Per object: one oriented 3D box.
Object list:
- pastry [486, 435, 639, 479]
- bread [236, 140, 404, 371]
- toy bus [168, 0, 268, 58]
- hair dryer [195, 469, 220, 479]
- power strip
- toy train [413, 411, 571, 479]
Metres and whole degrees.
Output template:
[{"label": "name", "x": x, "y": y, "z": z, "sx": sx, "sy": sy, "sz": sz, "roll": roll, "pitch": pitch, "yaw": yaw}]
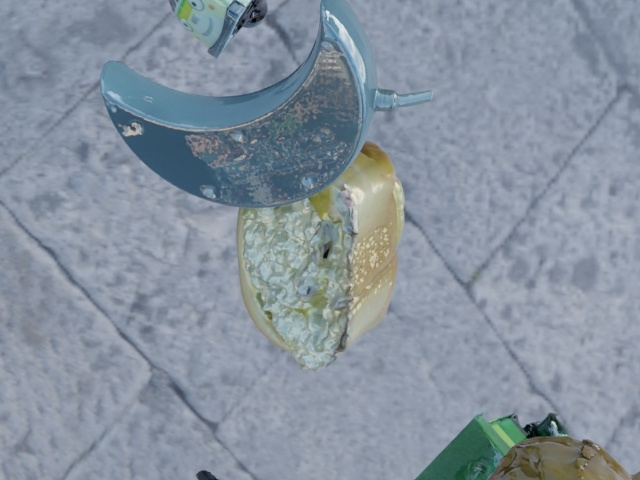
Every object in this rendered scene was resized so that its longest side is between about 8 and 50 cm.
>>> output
[{"label": "pastry", "x": 0.122, "y": 0.263, "z": 0.708, "sx": 0.162, "sy": 0.311, "sz": 0.255, "roll": 26, "pitch": 56, "yaw": 4}, {"label": "bread", "x": 0.000, "y": 0.000, "z": 1.752, "sx": 0.270, "sy": 0.211, "sz": 0.316, "roll": -39, "pitch": 139, "yaw": -56}, {"label": "toy bus", "x": -0.101, "y": -0.390, "z": 1.558, "sx": 0.164, "sy": 0.133, "sz": 0.276, "roll": 36, "pitch": 67, "yaw": -4}, {"label": "hair dryer", "x": -0.030, "y": 0.285, "z": 1.113, "sx": 0.070, "sy": 0.248, "sz": 0.114, "roll": -3, "pitch": 127, "yaw": -47}, {"label": "power strip", "x": -0.033, "y": -0.088, "z": 0.804, "sx": 0.044, "sy": 0.216, "sz": 0.137, "roll": -71, "pitch": 142, "yaw": -50}, {"label": "toy train", "x": 0.165, "y": 0.318, "z": 1.383, "sx": 0.301, "sy": 0.120, "sz": 0.202, "roll": -50, "pitch": 157, "yaw": 19}]
